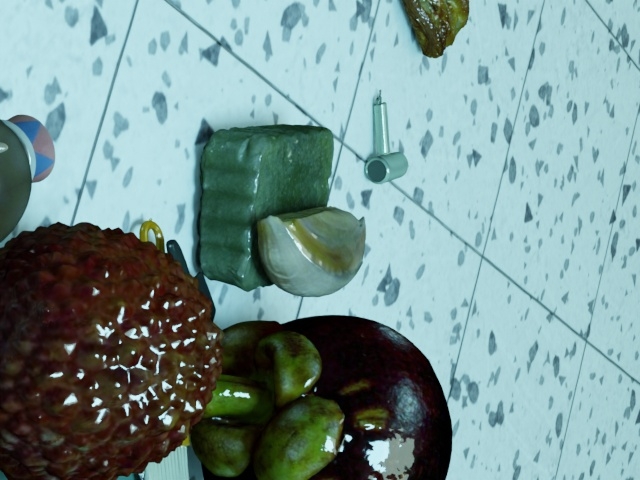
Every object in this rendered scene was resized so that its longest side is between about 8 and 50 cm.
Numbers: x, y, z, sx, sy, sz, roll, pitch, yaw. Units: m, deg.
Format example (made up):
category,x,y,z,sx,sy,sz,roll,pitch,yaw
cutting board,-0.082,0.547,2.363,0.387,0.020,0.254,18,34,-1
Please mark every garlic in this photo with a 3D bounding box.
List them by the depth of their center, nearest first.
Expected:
category,x,y,z,sx,sy,sz,roll,pitch,yaw
garlic,-0.003,0.014,2.139,0.195,0.087,0.101,-8,97,-57

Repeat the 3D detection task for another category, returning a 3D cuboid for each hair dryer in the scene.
category,x,y,z,sx,sy,sz,roll,pitch,yaw
hair dryer,0.085,-0.141,2.483,0.063,0.038,0.124,-19,106,-60

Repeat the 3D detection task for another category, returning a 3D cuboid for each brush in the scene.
category,x,y,z,sx,sy,sz,roll,pitch,yaw
brush,-0.173,0.128,1.997,0.090,0.017,0.314,22,60,-62
brush,-0.149,0.055,2.097,0.193,0.016,0.063,78,28,-55

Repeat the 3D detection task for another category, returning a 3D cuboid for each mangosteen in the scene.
category,x,y,z,sx,sy,sz,roll,pitch,yaw
mangosteen,-0.015,0.218,2.114,0.347,0.307,0.307,36,65,-47

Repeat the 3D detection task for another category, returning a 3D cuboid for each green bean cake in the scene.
category,x,y,z,sx,sy,sz,roll,pitch,yaw
green bean cake,-0.066,-0.042,2.172,0.183,0.094,0.185,-15,110,-59

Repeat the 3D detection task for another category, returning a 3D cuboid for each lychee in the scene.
category,x,y,z,sx,sy,sz,roll,pitch,yaw
lychee,-0.239,0.108,1.761,0.264,0.300,0.264,179,-90,-76

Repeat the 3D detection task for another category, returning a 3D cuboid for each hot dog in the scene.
category,x,y,z,sx,sy,sz,roll,pitch,yaw
hot dog,0.156,-0.315,2.530,0.099,0.065,0.147,-53,143,-26

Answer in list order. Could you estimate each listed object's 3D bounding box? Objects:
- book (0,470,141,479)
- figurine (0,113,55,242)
category,x,y,z,sx,sy,sz,roll,pitch,yaw
book,-0.283,0.302,1.802,0.379,0.031,0.264,-17,77,-57
figurine,-0.347,-0.064,1.625,0.275,0.161,0.158,14,48,-63
